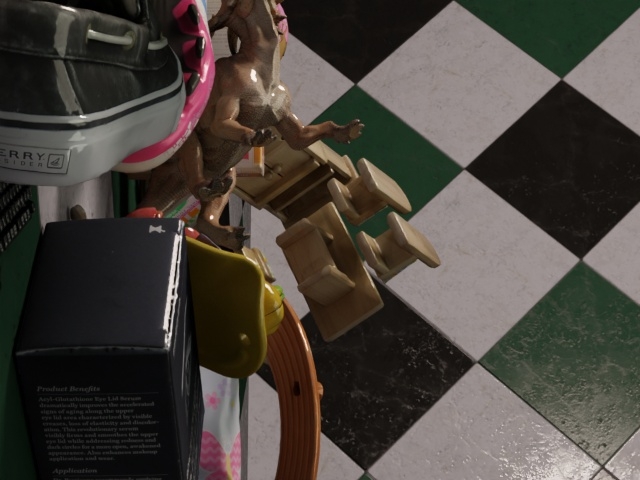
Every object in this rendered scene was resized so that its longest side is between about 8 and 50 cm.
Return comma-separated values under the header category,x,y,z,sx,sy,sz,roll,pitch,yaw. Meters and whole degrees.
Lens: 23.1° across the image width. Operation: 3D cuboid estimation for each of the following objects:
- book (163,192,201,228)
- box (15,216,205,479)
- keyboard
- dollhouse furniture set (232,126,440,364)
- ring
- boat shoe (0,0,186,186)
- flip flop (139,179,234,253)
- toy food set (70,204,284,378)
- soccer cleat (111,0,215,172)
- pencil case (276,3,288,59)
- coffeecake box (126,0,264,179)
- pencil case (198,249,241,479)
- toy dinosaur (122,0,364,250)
category,x,y,z,sx,sy,sz,roll,pitch,yaw
book,-0.153,-0.029,1.609,0.035,0.096,0.144,51,-1,6
box,-0.150,0.107,1.168,0.153,0.108,0.207,-89,177,-54
keyboard,-0.200,-0.011,0.953,0.180,0.023,0.108,-84,173,-75
dollhouse furniture set,0.000,0.000,1.709,0.161,0.212,0.242,34,26,-56
ring,-0.087,0.201,1.569,0.337,0.032,0.336,-17,-111,53
boat shoe,-0.143,-0.124,0.988,0.335,0.121,0.119,-93,-166,-74
flip flop,-0.133,0.014,1.750,0.112,0.080,0.277,-33,130,-39
toy food set,-0.105,0.027,1.266,0.071,0.218,0.128,-36,132,-36
soccer cleat,-0.150,-0.161,1.389,0.143,0.116,0.331,102,-7,-50
pencil case,-0.123,-0.254,1.937,0.160,0.167,0.386,-56,-177,6
coffeecake box,-0.130,-0.159,1.606,0.068,0.142,0.185,85,4,-84
pencil case,-0.142,0.138,1.524,0.113,0.124,0.273,-19,-114,53
toy dinosaur,-0.103,-0.122,1.496,0.200,0.295,0.127,50,10,31
